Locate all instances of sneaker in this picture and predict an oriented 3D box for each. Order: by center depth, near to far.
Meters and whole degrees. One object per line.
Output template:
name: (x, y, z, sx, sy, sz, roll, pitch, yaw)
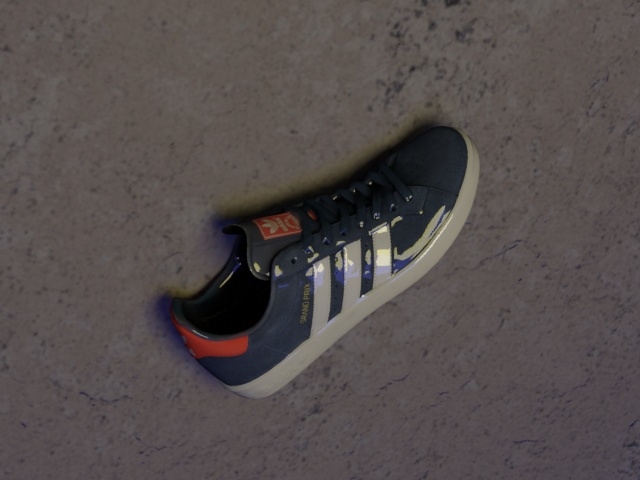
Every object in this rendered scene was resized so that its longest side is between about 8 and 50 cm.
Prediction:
sneaker: (0.000, 0.000, 1.237, 0.350, 0.131, 0.148, -45, 127, 3)
